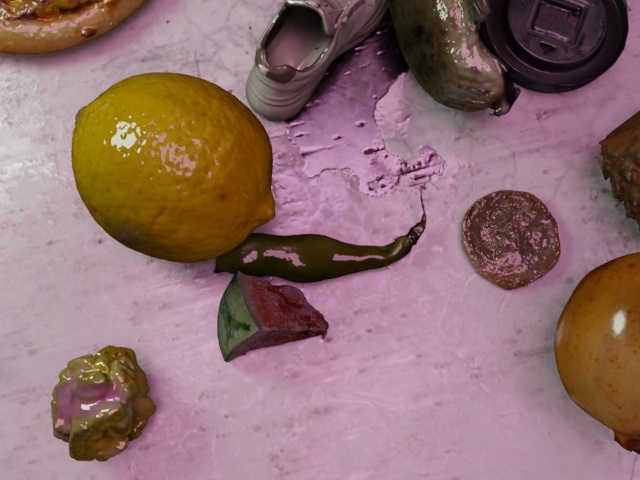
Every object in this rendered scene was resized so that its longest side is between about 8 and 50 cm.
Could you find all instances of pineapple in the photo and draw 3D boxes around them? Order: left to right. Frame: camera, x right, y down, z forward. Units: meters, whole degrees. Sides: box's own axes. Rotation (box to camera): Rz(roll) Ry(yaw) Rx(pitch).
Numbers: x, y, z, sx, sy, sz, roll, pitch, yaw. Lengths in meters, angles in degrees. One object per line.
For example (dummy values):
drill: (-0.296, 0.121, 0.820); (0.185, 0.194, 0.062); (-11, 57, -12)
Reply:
pineapple: (0.546, -0.032, 0.971); (0.202, 0.202, 0.362); (-33, 101, -8)

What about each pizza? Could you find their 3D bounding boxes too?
pizza: (-0.383, -0.436, 1.042); (0.409, 0.114, 0.277); (-31, 87, -10)

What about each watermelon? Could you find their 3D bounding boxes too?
watermelon: (-0.069, 0.095, 0.947); (0.158, 0.121, 0.098); (-10, 67, -5)

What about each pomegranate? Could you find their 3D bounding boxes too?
pomegranate: (0.430, 0.144, 0.881); (0.264, 0.264, 0.264); (0, 79, -2)

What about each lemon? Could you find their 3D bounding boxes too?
lemon: (-0.190, -0.096, 0.914); (0.267, 0.267, 0.267); (0, 79, -2)

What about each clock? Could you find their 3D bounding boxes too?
clock: (0.361, -0.338, 1.077); (0.226, 0.049, 0.226); (0, 80, -1)

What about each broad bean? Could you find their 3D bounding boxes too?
broad bean: (0.003, 0.011, 0.994); (0.318, 0.056, 0.098); (-14, 82, -8)

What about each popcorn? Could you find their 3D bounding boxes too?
popcorn: (-0.289, 0.216, 0.911); (0.126, 0.126, 0.145); (2, 107, 12)

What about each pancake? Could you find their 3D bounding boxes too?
pancake: (0.279, -0.002, 1.020); (0.152, 0.025, 0.151); (1, 79, -3)

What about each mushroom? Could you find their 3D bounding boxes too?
mushroom: (0.168, -0.336, 0.970); (0.130, 0.247, 0.344); (-19, 105, 3)

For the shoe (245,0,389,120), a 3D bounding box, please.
shoe: (0.000, -0.325, 1.007); (0.124, 0.159, 0.316); (34, 83, 6)
